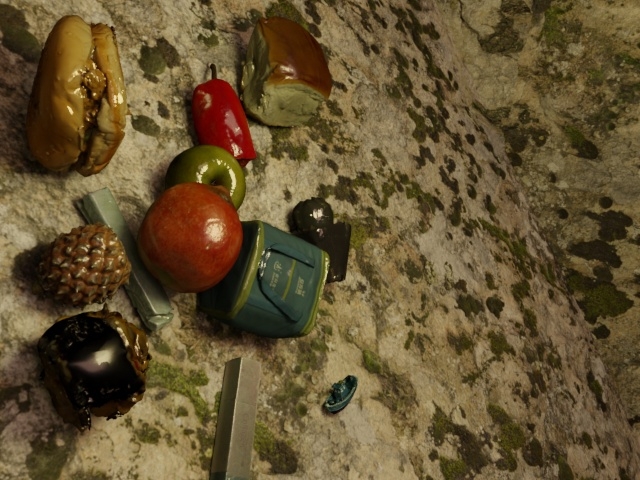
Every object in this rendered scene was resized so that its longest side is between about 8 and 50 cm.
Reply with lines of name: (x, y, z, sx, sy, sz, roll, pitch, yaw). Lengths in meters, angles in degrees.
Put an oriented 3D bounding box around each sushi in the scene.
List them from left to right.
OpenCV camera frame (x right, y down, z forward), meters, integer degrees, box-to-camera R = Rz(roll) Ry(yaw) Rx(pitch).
sushi: (-0.419, 0.234, 1.175, 0.204, 0.213, 0.199, -22, 123, -39)

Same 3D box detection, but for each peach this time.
peach: (-0.271, -0.018, 1.343, 0.232, 0.232, 0.256, 48, 59, -18)

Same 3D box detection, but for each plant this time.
plant: (0.000, 0.000, 1.742, 0.164, 0.142, 0.255, -12, 84, -46)

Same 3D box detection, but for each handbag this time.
handbag: (-0.134, 0.097, 1.489, 0.241, 0.222, 0.262, 23, 72, -37)

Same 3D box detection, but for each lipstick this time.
lipstick: (-0.193, 0.429, 1.395, 0.066, 0.068, 0.317, 26, 55, -34)

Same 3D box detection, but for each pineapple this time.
pineapple: (-0.482, 0.059, 1.226, 0.193, 0.166, 0.166, -27, 92, -18)

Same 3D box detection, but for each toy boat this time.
toy boat: (0.055, 0.411, 1.660, 0.137, 0.060, 0.060, -42, 122, -41)

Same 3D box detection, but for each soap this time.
soap: (-0.495, 0.166, 1.256, 0.089, 0.012, 0.034, -7, 77, -47)

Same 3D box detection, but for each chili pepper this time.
chili pepper: (-0.276, -0.355, 1.634, 0.131, 0.135, 0.338, -4, 75, -43)

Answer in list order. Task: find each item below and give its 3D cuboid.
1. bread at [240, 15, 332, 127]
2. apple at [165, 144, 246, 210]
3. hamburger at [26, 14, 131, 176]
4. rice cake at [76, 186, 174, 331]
bread: (-0.109, -0.501, 1.806, 0.250, 0.225, 0.278, 1, 66, -46)
apple: (-0.283, -0.138, 1.500, 0.197, 0.157, 0.196, 5, 82, -40)
hamburger: (-0.498, -0.295, 1.262, 0.174, 0.304, 0.284, 9, 56, -32)
rice cake: (-0.423, 0.043, 1.350, 0.066, 0.063, 0.336, -31, 94, -53)
